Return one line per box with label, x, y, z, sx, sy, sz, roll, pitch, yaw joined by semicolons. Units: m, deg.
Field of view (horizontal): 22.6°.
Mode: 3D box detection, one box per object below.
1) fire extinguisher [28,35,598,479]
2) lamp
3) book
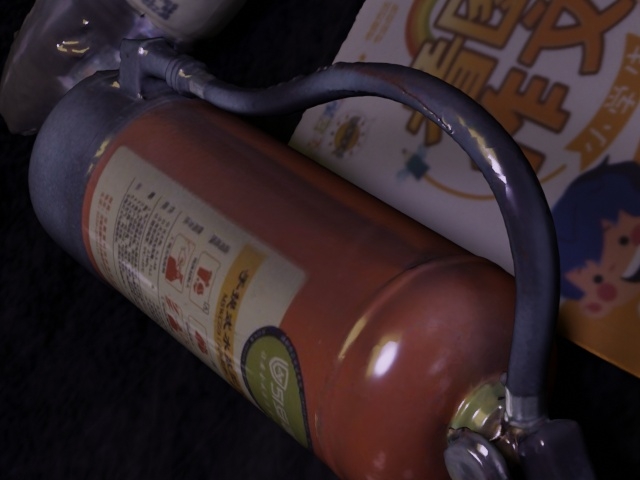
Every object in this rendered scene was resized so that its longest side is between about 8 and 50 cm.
fire extinguisher;-0.008;0.008;0.709;0.113;0.200;0.376;-39;44;-17
lamp;-0.100;-0.146;0.920;0.250;0.101;0.101;-42;47;26
book;0.116;-0.070;0.751;0.295;0.020;0.208;29;90;45
